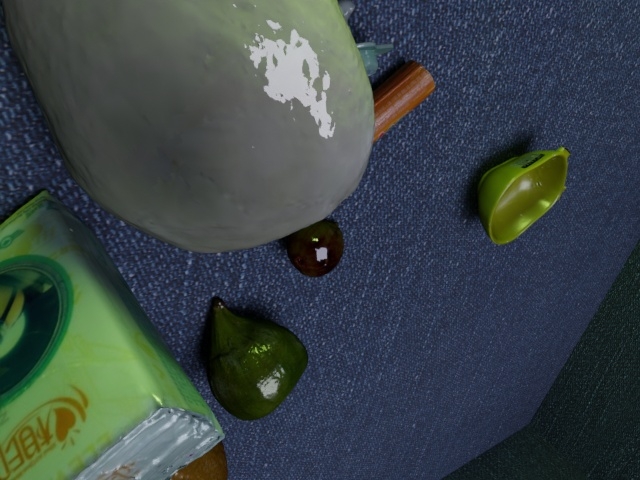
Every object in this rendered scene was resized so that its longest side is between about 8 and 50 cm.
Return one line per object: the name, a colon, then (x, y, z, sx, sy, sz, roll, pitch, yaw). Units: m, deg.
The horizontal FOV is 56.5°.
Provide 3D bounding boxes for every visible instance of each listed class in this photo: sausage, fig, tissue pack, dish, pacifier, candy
sausage: (0.091, -0.213, 1.031, 0.234, 0.071, 0.071, -42, 142, -7)
fig: (-0.151, 0.214, 1.143, 0.203, 0.203, 0.235, -42, 103, -6)
tissue pack: (-0.333, 0.163, 0.700, 0.287, 0.388, 0.162, -42, 144, -6)
fig: (0.000, 0.000, 1.119, 0.155, 0.103, 0.109, -52, 161, -45)
dish: (0.470, -0.127, 1.439, 0.262, 0.108, 0.221, -34, 141, -13)
pacifier: (0.036, -0.301, 0.898, 0.150, 0.126, 0.117, -26, 103, -50)
candy: (-0.148, -0.164, 0.604, 0.186, 0.386, 0.427, -68, 147, -48)

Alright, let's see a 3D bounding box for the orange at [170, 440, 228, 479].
orange: (-0.321, 0.381, 0.975, 0.322, 0.322, 0.357, -31, 133, -20)
